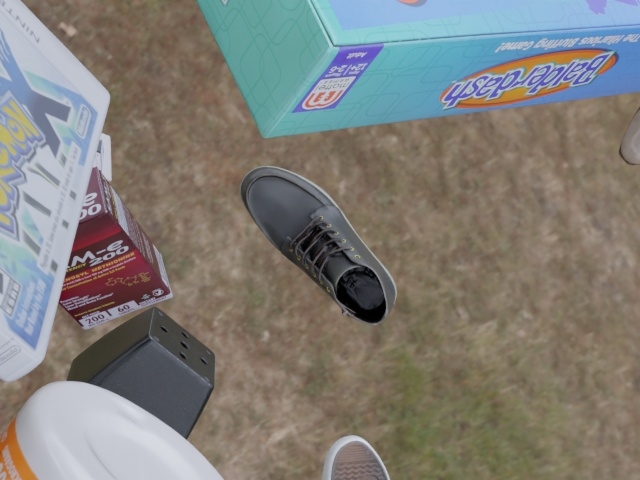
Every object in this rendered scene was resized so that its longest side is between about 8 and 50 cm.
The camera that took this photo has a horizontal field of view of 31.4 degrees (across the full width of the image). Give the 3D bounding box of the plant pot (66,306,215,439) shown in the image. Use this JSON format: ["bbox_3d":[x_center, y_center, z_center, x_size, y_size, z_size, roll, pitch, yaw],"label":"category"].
[{"bbox_3d":[-0.259,0.214,1.711,0.187,0.167,0.188,41,12,-15],"label":"plant pot"}]

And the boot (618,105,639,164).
[{"bbox_3d":[0.253,-0.098,0.744,0.118,0.087,0.042,-43,88,-5],"label":"boot"}]

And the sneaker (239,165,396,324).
[{"bbox_3d":[0.000,0.000,1.234,0.222,0.083,0.118,42,3,0],"label":"sneaker"}]

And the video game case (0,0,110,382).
[{"bbox_3d":[-0.260,-0.113,0.711,0.300,0.036,0.329,48,22,-28],"label":"video game case"}]

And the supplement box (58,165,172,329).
[{"bbox_3d":[-0.285,0.016,1.407,0.239,0.130,0.073,65,5,-60],"label":"supplement box"}]

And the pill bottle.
[{"bbox_3d":[-0.262,0.333,0.960,0.224,0.392,0.224,38,7,-6],"label":"pill bottle"}]

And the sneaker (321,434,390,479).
[{"bbox_3d":[0.043,0.405,1.668,0.106,0.123,0.290,-19,112,-22],"label":"sneaker"}]

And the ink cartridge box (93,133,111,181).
[{"bbox_3d":[-0.412,-0.130,1.760,0.190,0.139,0.082,-34,122,-87],"label":"ink cartridge box"}]

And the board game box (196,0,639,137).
[{"bbox_3d":[0.041,-0.122,0.401,0.210,0.047,0.160,-10,66,-37],"label":"board game box"}]
